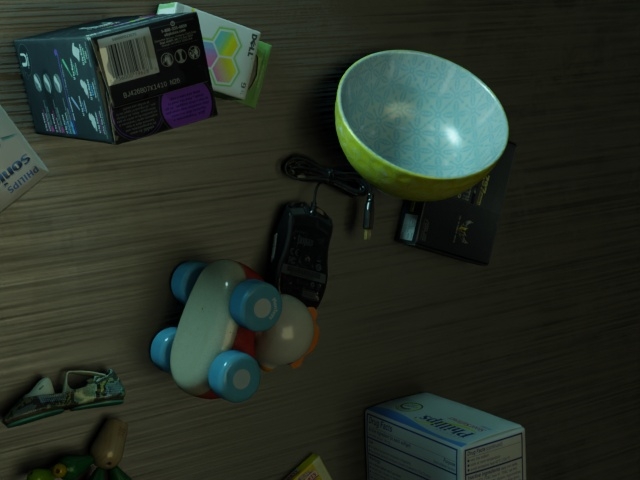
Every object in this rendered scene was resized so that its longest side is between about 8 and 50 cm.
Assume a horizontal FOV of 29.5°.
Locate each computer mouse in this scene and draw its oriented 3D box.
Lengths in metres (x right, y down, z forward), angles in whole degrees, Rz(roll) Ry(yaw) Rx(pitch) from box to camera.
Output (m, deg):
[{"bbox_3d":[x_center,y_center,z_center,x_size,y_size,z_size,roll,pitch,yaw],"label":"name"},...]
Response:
[{"bbox_3d":[0.000,0.000,2.002,0.184,0.060,0.262,10,80,-31],"label":"computer mouse"}]

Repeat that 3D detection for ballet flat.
[{"bbox_3d":[-0.380,0.226,1.780,0.188,0.070,0.070,-8,101,-35],"label":"ballet flat"}]

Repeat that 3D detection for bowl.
[{"bbox_3d":[0.150,-0.160,1.998,0.289,0.289,0.156,-21,150,-30],"label":"bowl"}]

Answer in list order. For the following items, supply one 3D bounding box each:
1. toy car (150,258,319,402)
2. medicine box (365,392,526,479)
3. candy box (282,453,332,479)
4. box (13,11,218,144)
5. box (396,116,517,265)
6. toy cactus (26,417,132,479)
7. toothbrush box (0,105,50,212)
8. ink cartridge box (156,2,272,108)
[{"bbox_3d":[-0.095,0.153,1.859,0.238,0.219,0.210,19,86,-36],"label":"toy car"},{"bbox_3d":[0.214,0.438,2.082,0.149,0.263,0.289,-9,102,-34],"label":"medicine box"},{"bbox_3d":[-0.059,0.464,2.044,0.206,0.027,0.105,-38,114,-24],"label":"candy box"},{"bbox_3d":[-0.281,-0.223,1.645,0.165,0.270,0.143,-20,108,-31],"label":"box"},{"bbox_3d":[0.243,-0.086,2.150,0.183,0.059,0.233,16,87,-36],"label":"box"},{"bbox_3d":[-0.332,0.354,1.809,0.219,0.112,0.180,26,72,-25],"label":"toy cactus"},{"bbox_3d":[-0.507,-0.171,1.534,0.126,0.216,0.295,-42,117,-22],"label":"toothbrush box"},{"bbox_3d":[-0.157,-0.278,1.849,0.209,0.062,0.109,15,88,-35],"label":"ink cartridge box"}]
